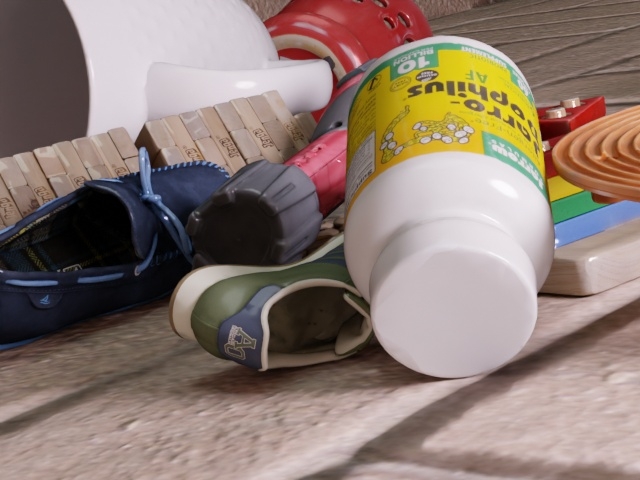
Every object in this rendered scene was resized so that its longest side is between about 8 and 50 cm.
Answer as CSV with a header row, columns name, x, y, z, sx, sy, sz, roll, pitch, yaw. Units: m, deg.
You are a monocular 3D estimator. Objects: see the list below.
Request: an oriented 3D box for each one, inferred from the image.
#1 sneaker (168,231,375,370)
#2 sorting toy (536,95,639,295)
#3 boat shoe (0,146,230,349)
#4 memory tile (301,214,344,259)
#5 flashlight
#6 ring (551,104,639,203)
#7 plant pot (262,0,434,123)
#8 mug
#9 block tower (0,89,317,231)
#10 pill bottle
name,x,y,z,sx,sy,sz,roll,pitch,yaw
sneaker,0.013,0.040,0.968,0.192,0.064,0.086,-12,24,-34
sorting toy,0.175,-0.045,1.151,0.255,0.089,0.257,-18,13,-36
boat shoe,-0.146,0.002,1.175,0.258,0.109,0.089,-36,-15,-42
memory tile,0.000,0.000,1.297,0.113,0.012,0.148,-12,11,-6
flashlight,0.008,-0.059,1.254,0.103,0.103,0.304,1,21,25
ring,0.299,-0.052,0.917,0.337,0.032,0.336,-7,14,2
plant pot,0.015,-0.184,1.807,0.191,0.191,0.174,-5,20,27
mug,-0.164,-0.146,1.557,0.374,0.276,0.328,4,9,37
block tower,-0.151,-0.033,1.321,0.335,0.091,0.097,-16,-25,-35
pill bottle,0.072,-0.021,0.927,0.118,0.117,0.208,-9,34,9
